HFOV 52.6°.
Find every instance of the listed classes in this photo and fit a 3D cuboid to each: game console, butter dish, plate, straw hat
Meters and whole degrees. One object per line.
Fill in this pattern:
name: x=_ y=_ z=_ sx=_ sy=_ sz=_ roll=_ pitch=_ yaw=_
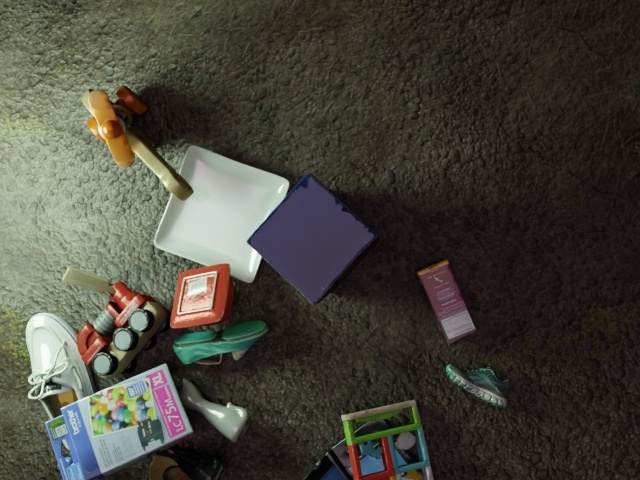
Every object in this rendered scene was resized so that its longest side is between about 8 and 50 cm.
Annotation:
game console: x=0.128 y=0.612 z=1.524 sx=0.250 sy=0.173 sz=0.293 roll=-37 pitch=86 yaw=4
butter dish: x=-0.272 y=0.153 z=1.604 sx=0.160 sy=0.118 sz=0.160 roll=-12 pitch=57 yaw=24
plate: x=-0.248 y=-0.067 z=1.637 sx=0.278 sy=0.045 sz=0.277 roll=20 pitch=92 yaw=5
straw hat: x=-0.362 y=0.599 z=1.624 sx=0.144 sy=0.144 sz=0.061 roll=31 pitch=132 yaw=5

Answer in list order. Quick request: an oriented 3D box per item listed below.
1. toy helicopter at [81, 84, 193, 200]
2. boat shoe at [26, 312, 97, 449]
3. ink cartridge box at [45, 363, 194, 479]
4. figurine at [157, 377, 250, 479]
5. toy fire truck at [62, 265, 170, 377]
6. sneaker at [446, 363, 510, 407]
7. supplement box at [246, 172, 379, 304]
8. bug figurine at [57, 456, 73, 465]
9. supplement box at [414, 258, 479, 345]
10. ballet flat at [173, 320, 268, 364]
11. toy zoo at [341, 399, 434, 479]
toy helicopter: x=-0.442 y=-0.235 z=1.564 sx=0.140 sy=0.235 sz=0.355 roll=-44 pitch=86 yaw=3
boat shoe: x=-0.660 y=0.357 z=1.613 sx=0.136 sy=0.156 sz=0.367 roll=-21 pitch=87 yaw=5
ink cartridge box: x=-0.478 y=0.440 z=1.533 sx=0.311 sy=0.065 sz=0.186 roll=-22 pitch=70 yaw=-14
figurine: x=-0.307 y=0.473 z=1.607 sx=0.209 sy=0.092 sz=0.215 roll=27 pitch=82 yaw=10
toy fire truck: x=-0.541 y=0.191 z=1.620 sx=0.246 sy=0.158 sz=0.217 roll=41 pitch=93 yaw=17
sneaker: x=0.385 y=0.335 z=1.569 sx=0.166 sy=0.065 sz=0.076 roll=29 pitch=75 yaw=2
supplement box: x=0.000 y=0.000 z=1.455 sx=0.195 sy=0.356 sz=0.194 roll=42 pitch=93 yaw=5
bug figurine: x=-0.629 y=0.654 z=1.609 sx=0.216 sy=0.072 sz=0.279 roll=46 pitch=113 yaw=-3
supplement box: x=0.300 y=0.145 z=1.550 sx=0.081 sy=0.104 sz=0.188 roll=-24 pitch=87 yaw=4
ballet flat: x=-0.243 y=0.262 z=1.623 sx=0.247 sy=0.083 sz=0.087 roll=-11 pitch=112 yaw=5
toy zoo: x=0.169 y=0.541 z=1.526 sx=0.192 sy=0.030 sz=0.293 roll=-6 pitch=75 yaw=-20
